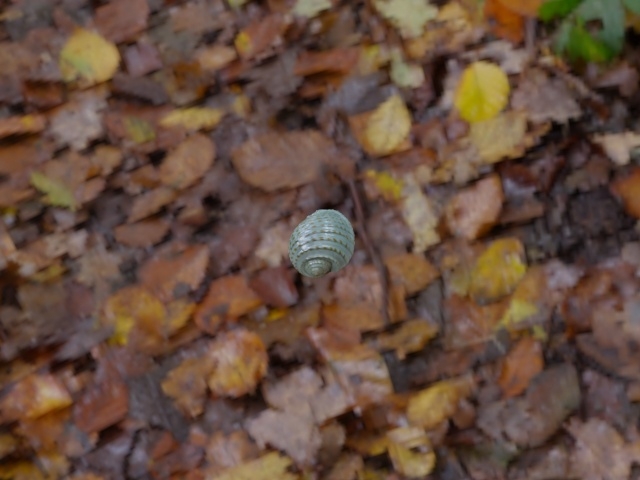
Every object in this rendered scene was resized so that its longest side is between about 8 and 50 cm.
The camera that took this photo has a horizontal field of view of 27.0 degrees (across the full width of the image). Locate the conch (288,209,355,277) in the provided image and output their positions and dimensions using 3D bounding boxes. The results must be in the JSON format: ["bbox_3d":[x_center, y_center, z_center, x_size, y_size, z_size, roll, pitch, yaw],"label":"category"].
[{"bbox_3d":[-0.001,0.000,1.532,0.076,0.056,0.085,-13,74,16],"label":"conch"}]
